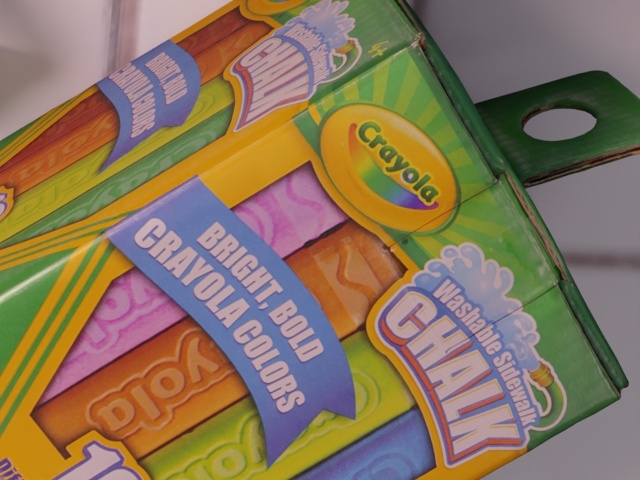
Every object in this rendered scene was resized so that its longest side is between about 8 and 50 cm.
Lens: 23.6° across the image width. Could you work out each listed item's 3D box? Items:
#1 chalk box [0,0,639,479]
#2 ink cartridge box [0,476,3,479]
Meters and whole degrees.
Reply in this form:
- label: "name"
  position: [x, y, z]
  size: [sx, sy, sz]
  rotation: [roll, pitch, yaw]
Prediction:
- label: "chalk box"
  position: [0.000, 0.000, 0.642]
  size: [0.289, 0.180, 0.179]
  rotation: [-32, 114, 4]
- label: "ink cartridge box"
  position: [-0.205, 0.169, 0.728]
  size: [0.143, 0.090, 0.092]
  rotation: [-27, 114, 4]
